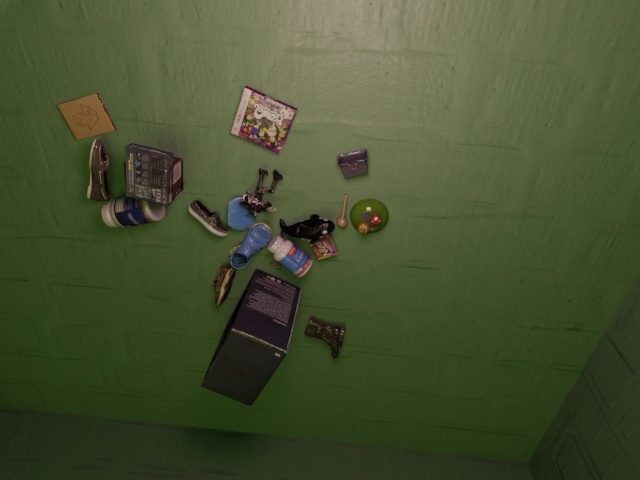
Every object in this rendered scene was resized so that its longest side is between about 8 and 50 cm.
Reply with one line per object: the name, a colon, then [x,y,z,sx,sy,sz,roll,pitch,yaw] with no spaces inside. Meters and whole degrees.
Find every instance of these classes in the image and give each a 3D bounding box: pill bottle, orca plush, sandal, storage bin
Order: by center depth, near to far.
storage bin: [0.149,-0.328,1.767,0.135,0.098,0.091,-11,131,13]
orca plush: [-0.080,-0.075,1.911,0.287,0.151,0.102,13,166,28]
pill bottle: [-0.903,-0.146,1.949,0.265,0.153,0.153,-10,121,13]
sandal: [-0.356,0.041,2.025,0.126,0.138,0.317,36,117,-14]
pill bottle: [-0.158,0.077,2.032,0.221,0.124,0.124,40,118,-20]

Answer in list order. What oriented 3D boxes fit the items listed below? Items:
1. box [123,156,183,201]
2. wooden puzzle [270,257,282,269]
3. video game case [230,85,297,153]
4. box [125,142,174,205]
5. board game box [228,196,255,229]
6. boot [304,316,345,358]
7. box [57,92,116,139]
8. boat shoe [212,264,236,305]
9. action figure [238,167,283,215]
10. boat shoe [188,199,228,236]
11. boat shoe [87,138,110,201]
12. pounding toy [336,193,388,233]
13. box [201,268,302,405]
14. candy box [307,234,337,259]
box: [-0.750,-0.287,1.832,0.203,0.168,0.167,11,122,0]
wooden puzzle: [-0.234,0.126,2.142,0.049,0.006,0.083,-29,116,21]
video game case: [-0.241,-0.508,1.716,0.232,0.041,0.210,23,123,-9]
box: [-0.720,-0.274,1.703,0.184,0.059,0.232,13,121,-3]
board game box: [-0.385,-0.136,1.969,0.133,0.033,0.168,-2,115,-20]
boot: [0.017,0.565,2.363,0.229,0.091,0.262,12,119,4]
box: [-1.031,-0.545,1.784,0.201,0.021,0.164,-9,121,12]
boat shoe: [-0.541,0.239,2.206,0.095,0.095,0.257,28,116,4]
action figure: [-0.280,-0.195,1.863,0.164,0.141,0.275,16,122,-19]
boat shoe: [-0.538,-0.114,1.983,0.228,0.080,0.076,42,119,-11]
boat shoe: [-1.021,-0.321,1.885,0.096,0.112,0.335,11,130,-23]
pounding toy: [0.203,-0.098,1.893,0.237,0.110,0.182,13,123,-3]
box: [-0.349,0.499,2.117,0.298,0.471,0.479,25,121,-10]
candy box: [0.000,0.000,2.011,0.109,0.053,0.186,-18,118,17]
